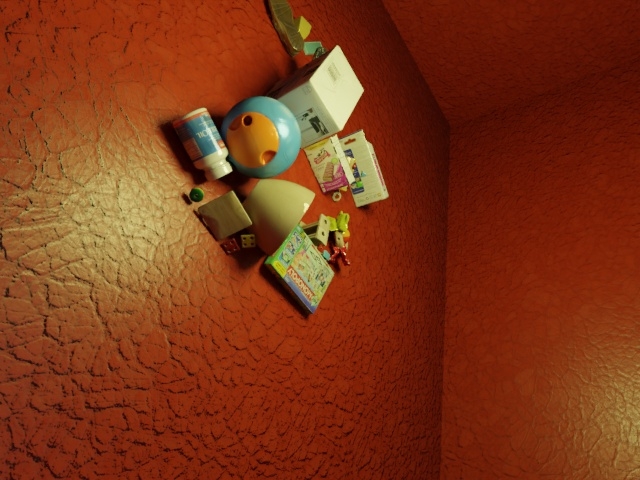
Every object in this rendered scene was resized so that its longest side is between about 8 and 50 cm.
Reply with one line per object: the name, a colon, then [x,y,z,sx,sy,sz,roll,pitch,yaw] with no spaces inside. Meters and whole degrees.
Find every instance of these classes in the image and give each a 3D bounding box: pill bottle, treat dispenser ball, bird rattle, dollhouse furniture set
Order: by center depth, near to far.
pill bottle: [-0.384,-0.314,1.472,0.222,0.124,0.124,64,36,-17]
treat dispenser ball: [-0.214,-0.366,1.588,0.288,0.288,0.289,25,58,-49]
dollhouse furniture set: [0.000,0.000,1.900,0.183,0.129,0.129,43,46,-37]
bird rattle: [0.102,-0.010,2.063,0.207,0.142,0.254,-34,110,-71]

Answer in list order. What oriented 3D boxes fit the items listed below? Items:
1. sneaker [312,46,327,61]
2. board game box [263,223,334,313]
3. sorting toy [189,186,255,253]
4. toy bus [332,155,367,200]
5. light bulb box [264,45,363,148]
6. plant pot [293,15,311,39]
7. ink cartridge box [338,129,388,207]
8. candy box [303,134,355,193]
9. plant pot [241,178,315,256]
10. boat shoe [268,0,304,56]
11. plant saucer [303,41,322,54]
sneaker: [-0.051,-0.755,2.062,0.106,0.162,0.282,-18,124,-42]
board game box: [-0.075,0.115,1.769,0.317,0.046,0.214,54,51,-35]
sorting toy: [-0.315,-0.081,1.493,0.046,0.132,0.275,-104,167,-63]
toy bus: [0.109,-0.327,2.195,0.191,0.202,0.104,59,6,-11]
light bulb box: [-0.064,-0.554,1.810,0.225,0.360,0.358,53,40,-26]
plant pot: [-0.104,-1.034,2.184,0.081,0.081,0.084,27,67,-48]
ink cartridge box: [0.212,-0.371,2.300,0.069,0.175,0.371,-32,105,-55]
candy box: [0.041,-0.353,2.065,0.071,0.159,0.234,-42,111,-54]
plant pot: [-0.179,-0.111,1.599,0.190,0.284,0.284,36,45,-10]
boat shoe: [-0.175,-1.012,2.081,0.104,0.089,0.286,-28,99,-29]
plant saucer: [-0.038,-1.011,2.322,0.192,0.018,0.067,-40,111,-54]
